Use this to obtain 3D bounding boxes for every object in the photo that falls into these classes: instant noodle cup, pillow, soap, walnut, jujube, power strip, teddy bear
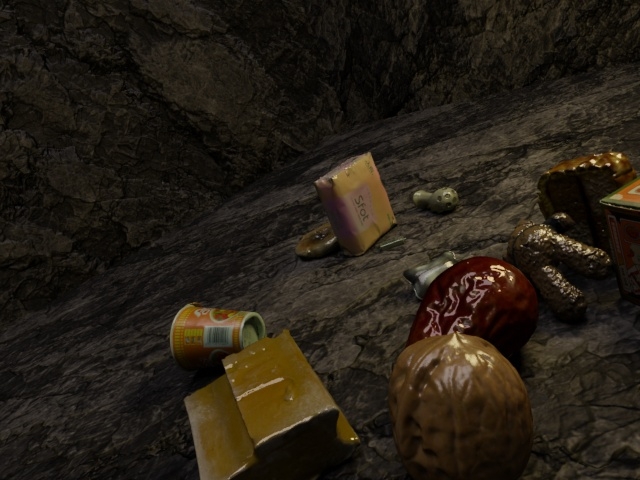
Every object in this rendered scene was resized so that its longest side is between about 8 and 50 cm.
[{"bbox_3d":[-0.236,0.231,1.268,0.185,0.168,0.168,-5,25,22],"label":"instant noodle cup"},{"bbox_3d":[0.267,0.079,1.226,0.136,0.055,0.091,-25,21,-2],"label":"pillow"},{"bbox_3d":[-0.103,0.313,0.919,0.259,0.143,0.281,-30,25,-12],"label":"soap"},{"bbox_3d":[0.183,0.225,0.702,0.213,0.213,0.213,-21,19,8],"label":"walnut"},{"bbox_3d":[0.251,0.144,0.904,0.255,0.190,0.190,-41,25,-26],"label":"jujube"},{"bbox_3d":[0.211,0.008,1.541,0.083,0.017,0.027,-21,21,12],"label":"power strip"},{"bbox_3d":[0.425,0.027,1.003,0.182,0.129,0.251,-51,18,6],"label":"teddy bear"}]

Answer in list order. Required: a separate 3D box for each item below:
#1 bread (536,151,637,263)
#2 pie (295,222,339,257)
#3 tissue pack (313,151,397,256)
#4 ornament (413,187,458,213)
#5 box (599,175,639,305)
[{"bbox_3d":[0.539,-0.056,1.032,0.096,0.222,0.181,-30,9,-32],"label":"bread"},{"bbox_3d":[0.001,0.003,1.743,0.185,0.052,0.218,-38,21,-24],"label":"pie"},{"bbox_3d":[0.107,-0.111,1.612,0.123,0.256,0.215,-7,25,47],"label":"tissue pack"},{"bbox_3d":[0.363,-0.124,1.642,0.075,0.081,0.156,9,0,-30],"label":"ornament"},{"bbox_3d":[0.585,0.004,0.850,0.148,0.195,0.177,-29,21,-15],"label":"box"}]
